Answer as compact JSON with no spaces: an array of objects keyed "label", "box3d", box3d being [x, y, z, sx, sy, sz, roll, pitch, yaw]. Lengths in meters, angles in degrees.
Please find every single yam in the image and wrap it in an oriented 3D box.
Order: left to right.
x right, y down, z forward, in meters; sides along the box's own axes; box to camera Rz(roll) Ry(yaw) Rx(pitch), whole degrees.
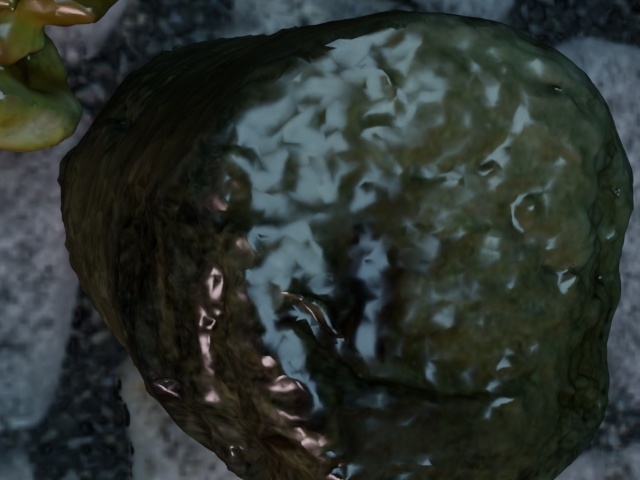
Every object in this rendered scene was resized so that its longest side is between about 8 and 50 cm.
[{"label":"yam","box3d":[0.000,0.000,0.547,0.195,0.300,0.195,-2,98,-17]}]

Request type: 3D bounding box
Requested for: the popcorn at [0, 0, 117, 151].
[{"label":"popcorn","box3d":[-0.209,-0.136,0.536,0.266,0.192,0.233,30,85,4]}]
